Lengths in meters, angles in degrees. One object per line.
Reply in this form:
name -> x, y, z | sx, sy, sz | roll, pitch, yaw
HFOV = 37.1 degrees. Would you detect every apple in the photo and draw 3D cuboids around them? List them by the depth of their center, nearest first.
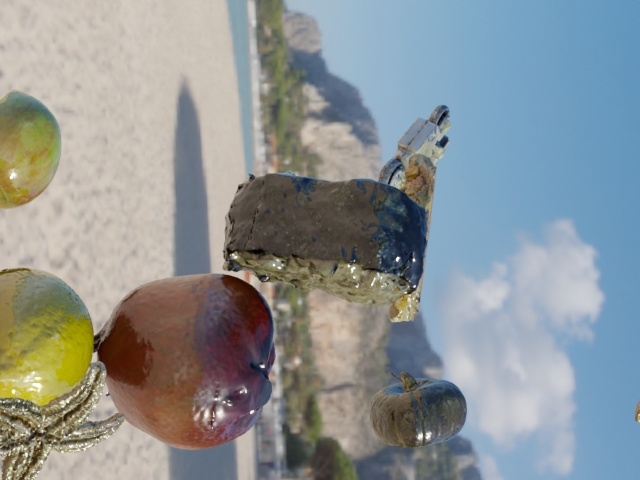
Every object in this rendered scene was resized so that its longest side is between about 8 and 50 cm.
apple -> -0.647, -0.193, 1.932 | 0.246, 0.246, 0.226 | 92, 21, -54

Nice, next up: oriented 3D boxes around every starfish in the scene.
starfish -> -0.338, 0.225, 1.103 | 0.241, 0.227, 0.043 | -56, -138, 13

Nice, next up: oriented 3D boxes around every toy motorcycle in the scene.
toy motorcycle -> 0.239, -0.194, 2.436 | 0.341, 0.107, 0.223 | -50, 154, -32

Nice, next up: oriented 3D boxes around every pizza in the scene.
pizza -> 0.167, -0.007, 1.829 | 0.226, 0.086, 0.336 | 18, 81, -81

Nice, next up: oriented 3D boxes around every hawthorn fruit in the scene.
hawthorn fruit -> -0.209, 0.187, 1.544 | 0.311, 0.295, 0.295 | 31, -45, 38

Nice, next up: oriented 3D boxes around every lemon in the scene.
lemon -> -0.463, 0.157, 1.466 | 0.263, 0.235, 0.236 | -119, -159, -45

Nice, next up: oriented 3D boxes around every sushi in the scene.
sushi -> 0.000, 0.000, 1.523 | 0.211, 0.350, 0.171 | 48, 55, -56

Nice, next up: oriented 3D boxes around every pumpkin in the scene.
pumpkin -> 0.208, 0.361, 2.071 | 0.219, 0.218, 0.162 | 136, -58, -85

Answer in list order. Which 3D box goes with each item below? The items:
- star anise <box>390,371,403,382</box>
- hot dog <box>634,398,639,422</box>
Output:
star anise -> 0.220, 0.389, 2.248 | 0.191, 0.097, 0.070 | 46, -23, 29
hot dog -> 0.552, 0.218, 1.511 | 0.078, 0.061, 0.169 | 56, 55, -77
